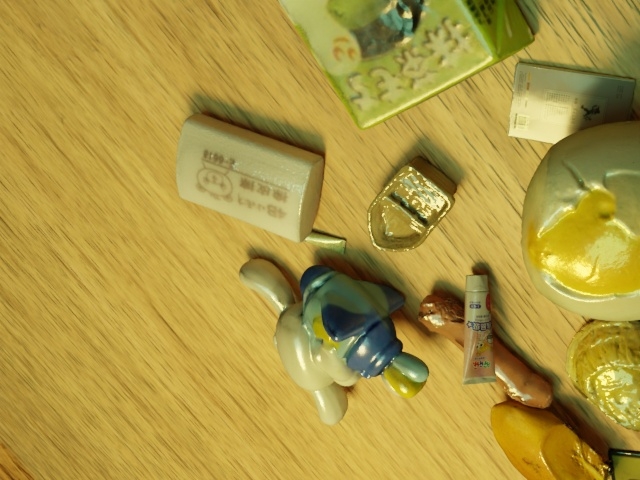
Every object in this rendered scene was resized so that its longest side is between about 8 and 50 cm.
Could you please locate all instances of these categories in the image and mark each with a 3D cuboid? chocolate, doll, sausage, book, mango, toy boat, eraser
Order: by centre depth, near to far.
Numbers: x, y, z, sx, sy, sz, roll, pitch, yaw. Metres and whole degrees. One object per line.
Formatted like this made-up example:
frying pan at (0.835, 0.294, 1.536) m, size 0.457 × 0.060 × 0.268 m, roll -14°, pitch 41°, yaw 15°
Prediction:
chocolate at (0.116, -0.339, 1.294) m, size 0.300 × 0.137 × 0.289 m, roll -23°, pitch 107°, yaw 38°
book at (0.381, -0.201, 1.317) m, size 0.181 × 0.014 × 0.127 m, roll 13°, pitch 126°, yaw 22°
toy boat at (0.154, -0.056, 1.512) m, size 0.116 × 0.061 × 0.188 m, roll 39°, pitch 131°, yaw 0°
sausage at (0.305, 0.205, 1.591) m, size 0.304 × 0.078 × 0.078 m, roll 40°, pitch 131°, yaw -3°
mango at (0.424, 0.394, 1.611) m, size 0.252 × 0.126 × 0.154 m, roll 38°, pitch 162°, yaw 9°
eraser at (-0.135, -0.118, 1.616) m, size 0.270 × 0.095 × 0.174 m, roll 20°, pitch 125°, yaw 16°
doll at (0.037, 0.179, 1.676) m, size 0.365 × 0.187 × 0.376 m, roll -17°, pitch 123°, yaw 48°

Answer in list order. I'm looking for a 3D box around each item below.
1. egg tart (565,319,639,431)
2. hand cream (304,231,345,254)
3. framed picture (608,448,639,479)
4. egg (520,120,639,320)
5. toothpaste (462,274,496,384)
egg tart at (0.535, 0.240, 1.475) m, size 0.231 × 0.098 × 0.252 m, roll -12°, pitch 110°, yaw 31°
hand cream at (0.000, 0.000, 1.665) m, size 0.102 × 0.022 × 0.035 m, roll 16°, pitch 127°, yaw 13°
framed picture at (0.712, 0.498, 1.594) m, size 0.323 × 0.013 × 0.244 m, roll 0°, pitch 120°, yaw 31°
egg at (0.451, -0.030, 1.211) m, size 0.344 × 0.283 × 0.283 m, roll -7°, pitch 119°, yaw 6°
toothpaste at (0.281, 0.159, 1.536) m, size 0.043 × 0.067 × 0.195 m, roll 178°, pitch 90°, yaw -73°
